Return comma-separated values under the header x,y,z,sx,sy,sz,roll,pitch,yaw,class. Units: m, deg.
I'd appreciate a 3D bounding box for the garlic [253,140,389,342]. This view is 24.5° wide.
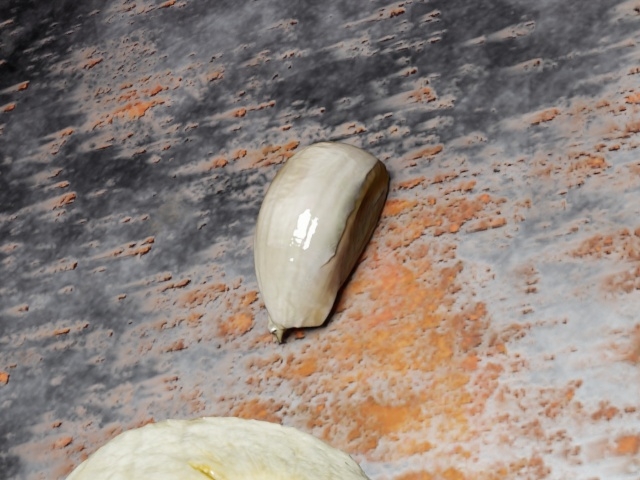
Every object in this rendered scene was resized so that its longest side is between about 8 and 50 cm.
x,y,z,sx,sy,sz,roll,pitch,yaw,class
-0.002,-0.014,1.258,0.087,0.101,0.196,6,59,30,garlic

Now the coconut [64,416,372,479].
x,y,z,sx,sy,sz,roll,pitch,yaw,class
-0.072,0.267,0.973,0.328,0.329,0.329,-15,50,18,coconut
